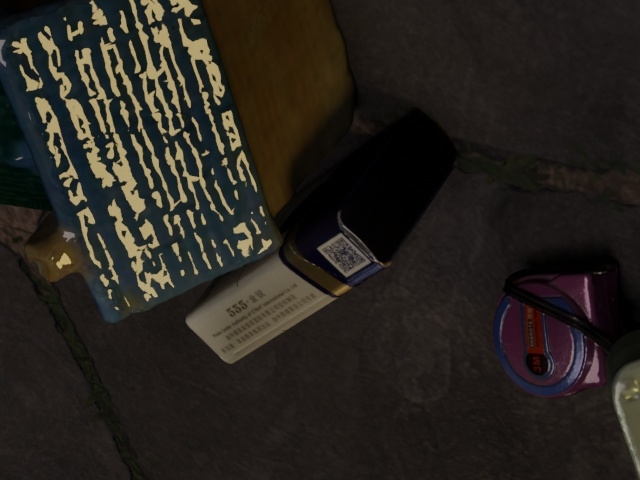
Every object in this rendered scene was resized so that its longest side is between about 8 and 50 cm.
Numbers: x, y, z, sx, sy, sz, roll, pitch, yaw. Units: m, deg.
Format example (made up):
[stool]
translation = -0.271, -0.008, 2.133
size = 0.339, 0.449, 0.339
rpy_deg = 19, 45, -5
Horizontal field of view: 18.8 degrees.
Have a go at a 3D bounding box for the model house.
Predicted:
[model house]
translation = -0.224, -0.156, 1.639
size = 0.382, 0.343, 0.335
rpy_deg = 7, 132, 32

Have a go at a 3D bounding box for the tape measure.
[tape measure]
translation = 0.217, 0.080, 1.724
size = 0.125, 0.074, 0.118
rpy_deg = 0, 100, 42

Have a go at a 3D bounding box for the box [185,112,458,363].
[box]
translation = 0.000, 0.000, 1.751
size = 0.071, 0.168, 0.259
rpy_deg = 44, 138, -9

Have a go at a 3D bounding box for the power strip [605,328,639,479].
[power strip]
translation = 0.344, 0.096, 1.555
size = 0.229, 0.141, 0.261
rpy_deg = -18, 103, 9
